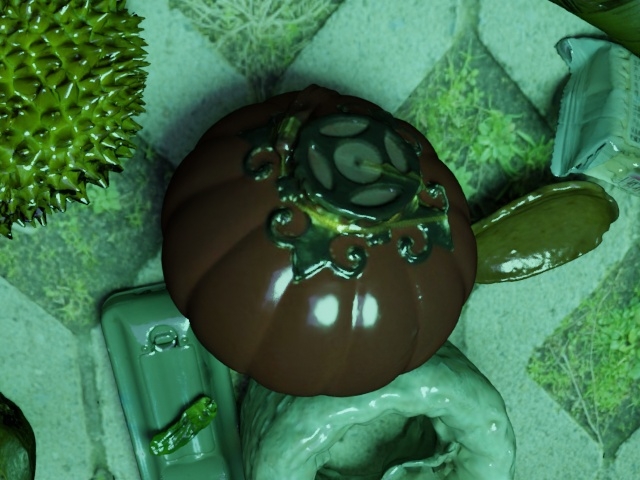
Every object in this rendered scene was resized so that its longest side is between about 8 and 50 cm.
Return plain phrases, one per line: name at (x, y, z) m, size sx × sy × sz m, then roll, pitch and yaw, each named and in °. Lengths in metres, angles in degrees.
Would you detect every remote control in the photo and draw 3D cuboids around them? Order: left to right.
remote control at (-0.156, 0.207, 1.003) m, size 0.128 × 0.065 × 0.335 m, roll -12°, pitch 114°, yaw -9°

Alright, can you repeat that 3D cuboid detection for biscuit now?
biscuit at (0.387, -0.095, 0.944) m, size 0.309 × 0.079 × 0.186 m, roll 20°, pitch 63°, yaw -20°

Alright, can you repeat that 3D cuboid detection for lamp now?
lamp at (0.000, 0.000, 0.831) m, size 0.303 × 0.303 × 0.257 m, roll 5°, pitch 147°, yaw -13°

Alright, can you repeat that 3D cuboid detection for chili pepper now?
chili pepper at (-0.147, 0.203, 0.955) m, size 0.091 × 0.034 × 0.030 m, roll -39°, pitch 81°, yaw 6°

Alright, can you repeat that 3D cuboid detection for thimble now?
thimble at (0.060, 0.231, 0.977) m, size 0.291 × 0.195 × 0.291 m, roll -5°, pitch 111°, yaw -13°

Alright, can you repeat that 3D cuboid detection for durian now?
durian at (-0.282, -0.119, 0.756) m, size 0.293 × 0.258 × 0.258 m, roll -16°, pitch 114°, yaw -10°

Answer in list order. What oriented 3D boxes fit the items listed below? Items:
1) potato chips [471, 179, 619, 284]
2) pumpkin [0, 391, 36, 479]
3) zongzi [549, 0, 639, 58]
potato chips at (0.229, -0.011, 0.978) m, size 0.202 × 0.049 × 0.150 m, roll -25°, pitch 146°, yaw 22°
pumpkin at (-0.468, 0.234, 0.918) m, size 0.317 × 0.139 × 0.221 m, roll 1°, pitch 115°, yaw -8°
zongzi at (0.324, -0.208, 0.867) m, size 0.300 × 0.138 × 0.286 m, roll -17°, pitch 93°, yaw -3°
